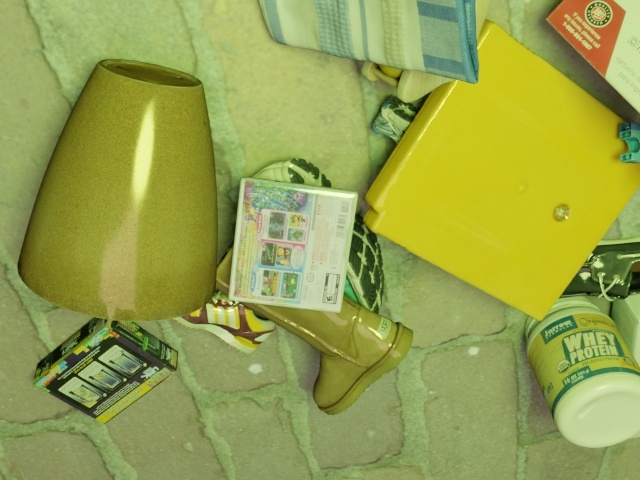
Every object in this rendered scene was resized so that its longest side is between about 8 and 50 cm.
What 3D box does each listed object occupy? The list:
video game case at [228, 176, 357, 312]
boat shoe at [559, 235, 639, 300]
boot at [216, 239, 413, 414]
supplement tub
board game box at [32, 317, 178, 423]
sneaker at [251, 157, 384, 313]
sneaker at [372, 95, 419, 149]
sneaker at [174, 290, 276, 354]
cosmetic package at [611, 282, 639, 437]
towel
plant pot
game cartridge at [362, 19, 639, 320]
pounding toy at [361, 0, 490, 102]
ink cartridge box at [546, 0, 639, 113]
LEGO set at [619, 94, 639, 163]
[{"bbox_3d":[-0.035,0.007,0.942,0.143,0.019,0.157,7,105,-3],"label":"video game case"},{"bbox_3d":[0.425,0.049,1.124,0.233,0.079,0.084,-11,129,4],"label":"boat shoe"},{"bbox_3d":[-0.036,0.112,1.063,0.269,0.089,0.236,32,131,-9],"label":"boot"},{"bbox_3d":[0.396,0.192,1.149,0.144,0.200,0.144,-3,127,-4],"label":"supplement tub"},{"bbox_3d":[-0.328,0.195,1.173,0.170,0.048,0.141,-36,124,19],"label":"board game box"},{"bbox_3d":[0.000,0.000,1.048,0.110,0.107,0.275,-19,124,32],"label":"sneaker"},{"bbox_3d":[0.124,-0.136,0.977,0.135,0.052,0.058,25,138,-25],"label":"sneaker"},{"bbox_3d":[-0.146,0.093,1.110,0.185,0.069,0.084,30,110,-32],"label":"sneaker"},{"bbox_3d":[0.658,0.165,1.220,0.377,0.097,0.284,-11,129,0],"label":"cosmetic package"},{"bbox_3d":[0.028,-0.269,0.754,0.034,0.285,0.209,-40,135,-29],"label":"towel"},{"bbox_3d":[-0.219,-0.074,0.897,0.237,0.237,0.254,9,110,-12],"label":"plant pot"},{"bbox_3d":[0.245,-0.076,0.978,0.323,0.053,0.285,28,102,-24],"label":"game cartridge"},{"bbox_3d":[0.128,-0.267,0.777,0.154,0.155,0.270,-12,129,-34],"label":"pounding toy"},{"bbox_3d":[0.415,-0.263,0.801,0.273,0.197,0.114,-46,155,24],"label":"ink cartridge box"},{"bbox_3d":[0.427,-0.171,0.937,0.093,0.087,0.227,3,85,-25],"label":"LEGO set"}]
